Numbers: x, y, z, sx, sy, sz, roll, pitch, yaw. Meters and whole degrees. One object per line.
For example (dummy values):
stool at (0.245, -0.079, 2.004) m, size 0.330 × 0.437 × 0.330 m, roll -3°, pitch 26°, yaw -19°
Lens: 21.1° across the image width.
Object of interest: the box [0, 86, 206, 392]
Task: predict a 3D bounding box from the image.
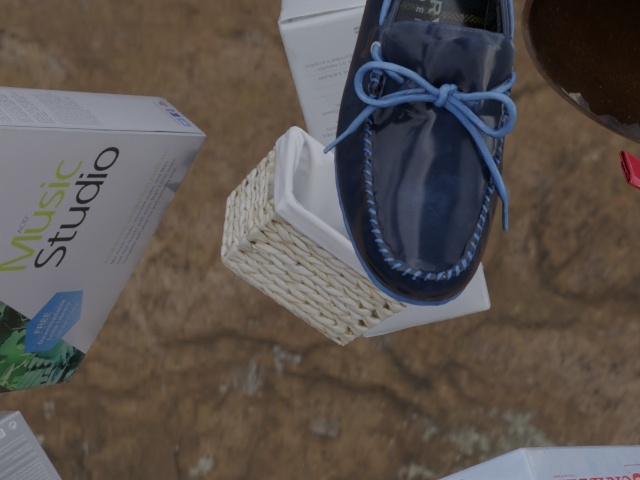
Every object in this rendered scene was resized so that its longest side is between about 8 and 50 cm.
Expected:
box at (-0.234, 0.007, 1.150) m, size 0.058 × 0.232 × 0.322 m, roll 40°, pitch 21°, yaw 25°

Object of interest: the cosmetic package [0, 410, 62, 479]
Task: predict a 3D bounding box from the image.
cosmetic package at (-0.289, 0.292, 1.717) m, size 0.107 × 0.127 × 0.238 m, roll -29°, pitch 93°, yaw -20°

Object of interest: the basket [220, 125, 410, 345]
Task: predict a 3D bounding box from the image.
basket at (0.000, 0.000, 1.550) m, size 0.167 × 0.103 × 0.113 m, roll 37°, pitch 33°, yaw -25°

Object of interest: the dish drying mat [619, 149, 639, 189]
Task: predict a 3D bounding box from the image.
dish drying mat at (0.249, -0.038, 1.260) m, size 0.083 × 0.008 × 0.032 m, roll 26°, pitch 38°, yaw -35°

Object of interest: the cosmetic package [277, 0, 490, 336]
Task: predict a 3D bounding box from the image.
cosmetic package at (0.071, -0.115, 1.891) m, size 0.156 × 0.385 × 0.217 m, roll -11°, pitch 25°, yaw 5°

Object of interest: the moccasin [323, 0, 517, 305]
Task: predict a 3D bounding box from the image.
moccasin at (0.073, -0.127, 1.231) m, size 0.137 × 0.117 × 0.342 m, roll 4°, pitch 68°, yaw -10°

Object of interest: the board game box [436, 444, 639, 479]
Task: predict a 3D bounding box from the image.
board game box at (0.081, 0.205, 1.067) m, size 0.318 × 0.318 × 0.066 m, roll 9°, pitch 60°, yaw -55°

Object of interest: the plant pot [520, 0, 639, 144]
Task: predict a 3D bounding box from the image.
plant pot at (0.235, -0.186, 0.891) m, size 0.215 × 0.215 × 0.230 m, roll 17°, pitch 67°, yaw 3°
